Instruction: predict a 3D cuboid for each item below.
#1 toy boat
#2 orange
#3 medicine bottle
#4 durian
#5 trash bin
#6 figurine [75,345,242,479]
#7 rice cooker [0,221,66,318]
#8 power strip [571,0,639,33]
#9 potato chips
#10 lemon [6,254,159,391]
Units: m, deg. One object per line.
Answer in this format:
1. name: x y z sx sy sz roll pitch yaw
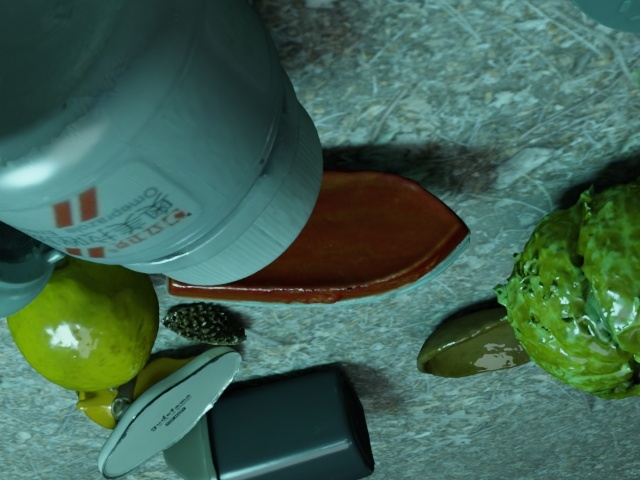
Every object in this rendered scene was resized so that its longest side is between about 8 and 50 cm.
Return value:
1. toy boat: 0.000 0.000 1.054 0.331 0.145 0.133 -3 171 -2
2. orange: 0.361 0.057 1.124 0.301 0.223 0.300 -26 132 35
3. medicine bottle: -0.145 -0.101 0.756 0.245 0.245 0.306 -17 156 18
4. durian: -0.147 0.121 1.296 0.130 0.052 0.066 14 146 -30
5. trash bin: -0.076 0.316 1.509 0.290 0.182 0.209 -17 146 8
6. figurine: -0.248 0.204 1.397 0.250 0.141 0.167 -38 154 -17
7. rice cooker: -0.392 -0.015 0.837 0.316 0.264 0.317 -12 158 -5
8. power strip: 0.262 -0.256 0.756 0.167 0.054 0.253 -10 149 5
9. potato chips: 0.234 0.135 1.373 0.195 0.062 0.208 17 141 -41
10. lemon: -0.262 0.084 1.103 0.169 0.170 0.207 -9 148 5
